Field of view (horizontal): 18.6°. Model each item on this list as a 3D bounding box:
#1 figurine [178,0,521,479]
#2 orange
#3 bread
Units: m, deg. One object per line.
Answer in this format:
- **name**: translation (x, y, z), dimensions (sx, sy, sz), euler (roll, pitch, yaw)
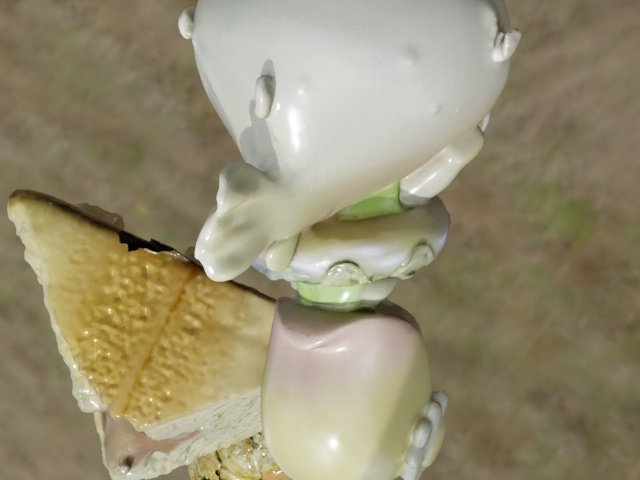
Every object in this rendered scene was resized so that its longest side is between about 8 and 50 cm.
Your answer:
- **figurine**: translation (0.000, 0.000, 1.225), dimensions (0.226, 0.274, 0.394), euler (10, 112, 29)
- **orange**: translation (-0.043, 0.187, 1.766), dimensions (0.156, 0.156, 0.134), euler (44, -161, -22)
- **bread**: translation (-0.093, 0.049, 1.451), dimensions (0.183, 0.211, 0.224), euler (59, -165, -81)
